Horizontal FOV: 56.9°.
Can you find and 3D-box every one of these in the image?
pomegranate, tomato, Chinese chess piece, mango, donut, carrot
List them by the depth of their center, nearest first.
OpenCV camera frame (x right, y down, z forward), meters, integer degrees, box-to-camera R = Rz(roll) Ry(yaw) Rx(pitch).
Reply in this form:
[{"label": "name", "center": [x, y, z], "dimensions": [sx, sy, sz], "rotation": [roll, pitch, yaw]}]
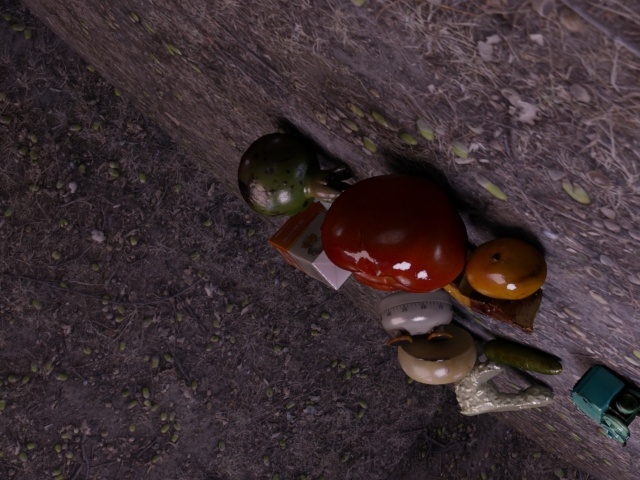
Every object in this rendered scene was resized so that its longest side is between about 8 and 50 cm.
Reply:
[{"label": "mango", "center": [0.356, 0.064, 1.151], "dimensions": [0.144, 0.112, 0.219], "rotation": [12, 163, 8]}, {"label": "tomato", "center": [0.156, -0.019, 1.211], "dimensions": [0.298, 0.226, 0.298], "rotation": [14, 169, 3]}, {"label": "donut", "center": [0.376, 0.107, 1.333], "dimensions": [0.295, 0.112, 0.151], "rotation": [34, 175, 32]}, {"label": "pomegranate", "center": [-0.067, -0.166, 1.578], "dimensions": [0.305, 0.242, 0.242], "rotation": [10, 169, 1]}, {"label": "carrot", "center": [0.594, 0.349, 1.748], "dimensions": [0.074, 0.074, 0.358], "rotation": [42, 170, -10]}, {"label": "Chinese chess piece", "center": [0.376, 0.363, 1.907], "dimensions": [0.251, 0.250, 0.097], "rotation": [26, 129, 58]}]

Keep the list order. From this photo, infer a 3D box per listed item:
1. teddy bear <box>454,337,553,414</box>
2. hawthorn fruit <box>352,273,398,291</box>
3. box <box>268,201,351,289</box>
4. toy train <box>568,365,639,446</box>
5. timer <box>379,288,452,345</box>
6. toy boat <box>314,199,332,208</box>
[{"label": "teddy bear", "center": [0.578, 0.423, 2.083], "dimensions": [0.327, 0.375, 0.362], "rotation": [64, -163, -68]}, {"label": "hawthorn fruit", "center": [0.178, 0.036, 1.449], "dimensions": [0.207, 0.207, 0.243], "rotation": [43, 179, -16]}, {"label": "box", "center": [0.000, 0.000, 1.984], "dimensions": [0.143, 0.225, 0.341], "rotation": [47, 168, -29]}, {"label": "toy train", "center": [0.697, 0.393, 1.425], "dimensions": [0.163, 0.112, 0.203], "rotation": [42, 173, 34]}, {"label": "timer", "center": [0.300, 0.204, 1.879], "dimensions": [0.233, 0.240, 0.233], "rotation": [-4, 158, -2]}, {"label": "toy boat", "center": [-0.015, -0.148, 1.804], "dimensions": [0.134, 0.079, 0.208], "rotation": [41, 173, 14]}]
